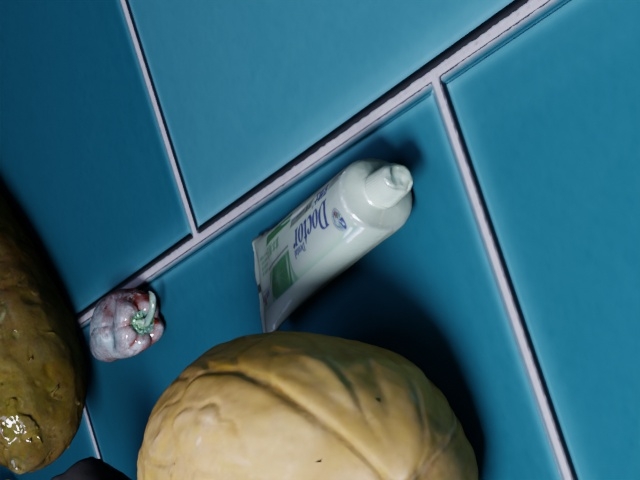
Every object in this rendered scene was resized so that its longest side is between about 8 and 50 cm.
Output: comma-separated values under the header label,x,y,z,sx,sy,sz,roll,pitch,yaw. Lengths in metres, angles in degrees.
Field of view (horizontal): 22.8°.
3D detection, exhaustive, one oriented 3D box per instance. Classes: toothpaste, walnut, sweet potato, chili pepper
label,x,y,z,sx,sy,sz,roll,pitch,yaw
toothpaste,0.000,0.000,0.879,0.218,0.041,0.064,141,124,-63
walnut,-0.010,0.127,0.829,0.197,0.165,0.165,6,108,64
sweet potato,-0.294,0.030,1.346,0.422,0.131,0.130,63,150,34
chili pepper,-0.152,0.064,1.184,0.153,0.041,0.050,-17,46,62

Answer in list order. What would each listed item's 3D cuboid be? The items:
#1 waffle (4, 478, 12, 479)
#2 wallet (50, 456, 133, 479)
label,x,y,z,sx,sy,sz,roll,pitch,yaw
waffle,-0.271,0.398,1.529,0.293,0.069,0.259,36,132,52
wallet,-0.079,0.334,1.094,0.377,0.051,0.197,63,178,23
